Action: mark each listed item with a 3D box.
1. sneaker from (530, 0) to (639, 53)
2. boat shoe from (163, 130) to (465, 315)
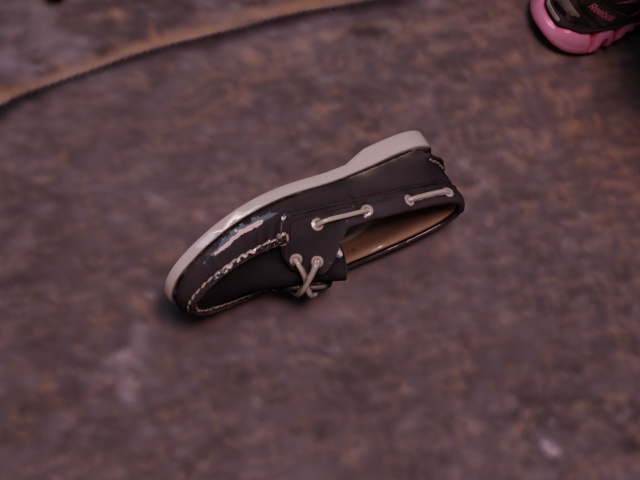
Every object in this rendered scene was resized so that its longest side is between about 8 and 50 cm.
[{"bbox_3d":[0.149,-0.122,0.613,0.119,0.057,0.047,-26,70,-20],"label":"sneaker"},{"bbox_3d":[0.000,0.000,0.541,0.125,0.046,0.038,-27,68,-28],"label":"boat shoe"}]
